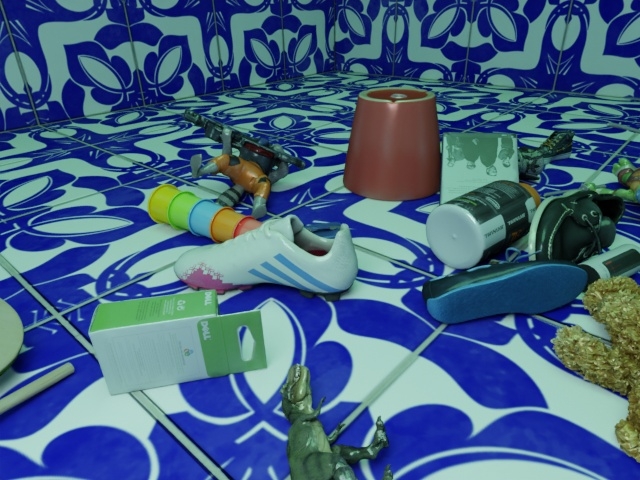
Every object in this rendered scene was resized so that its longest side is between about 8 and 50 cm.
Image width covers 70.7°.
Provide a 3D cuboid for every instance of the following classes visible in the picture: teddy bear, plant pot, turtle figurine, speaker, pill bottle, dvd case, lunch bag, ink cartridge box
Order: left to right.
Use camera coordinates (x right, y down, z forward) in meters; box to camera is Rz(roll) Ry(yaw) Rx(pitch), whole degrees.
[{"bbox_3d":[-0.183,0.131,0.609,0.209,0.108,0.062,-7,29,-10],"label":"ink cartridge box"},{"bbox_3d":[0.000,0.000,0.893,0.099,0.065,0.067,-8,28,-13],"label":"lunch bag"},{"bbox_3d":[0.196,-0.266,1.197,0.275,0.243,0.275,-1,28,0],"label":"plant pot"},{"bbox_3d":[0.382,-0.162,1.090,0.180,0.029,0.238,4,63,12],"label":"dvd case"},{"bbox_3d":[0.333,-0.043,0.889,0.246,0.130,0.130,-23,34,-33],"label":"pill bottle"},{"bbox_3d":[0.503,0.049,0.789,0.136,0.055,0.055,-16,31,-25],"label":"speaker"},{"bbox_3d":[0.728,-0.189,1.077,0.275,0.197,0.266,21,31,29],"label":"turtle figurine"},{"bbox_3d":[0.445,0.131,0.579,0.245,0.113,0.338,18,34,36],"label":"teddy bear"}]

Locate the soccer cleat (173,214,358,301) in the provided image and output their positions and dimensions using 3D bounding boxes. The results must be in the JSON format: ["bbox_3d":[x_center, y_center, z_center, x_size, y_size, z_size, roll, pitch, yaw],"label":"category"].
[{"bbox_3d":[-0.099,0.016,0.786,0.332,0.143,0.116,3,28,9],"label":"soccer cleat"}]

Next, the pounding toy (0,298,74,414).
[{"bbox_3d":[-0.485,0.171,0.589,0.237,0.110,0.183,37,25,7],"label":"pounding toy"}]

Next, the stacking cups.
[{"bbox_3d":[-0.234,-0.042,0.958,0.316,0.096,0.096,19,34,32],"label":"stacking cups"}]

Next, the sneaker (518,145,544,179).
[{"bbox_3d":[0.510,-0.198,1.200,0.153,0.101,0.268,9,29,21],"label":"sneaker"}]

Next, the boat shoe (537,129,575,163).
[{"bbox_3d":[0.699,-0.288,1.381,0.184,0.083,0.065,-16,31,-24],"label":"boat shoe"}]

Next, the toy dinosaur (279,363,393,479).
[{"bbox_3d":[0.014,0.233,0.461,0.118,0.064,0.268,-16,28,4],"label":"toy dinosaur"}]

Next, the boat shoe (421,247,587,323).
[{"bbox_3d":[0.290,0.060,0.725,0.259,0.108,0.089,-3,25,-7],"label":"boat shoe"}]

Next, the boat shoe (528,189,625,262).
[{"bbox_3d":[0.491,-0.022,0.846,0.113,0.127,0.340,6,16,42],"label":"boat shoe"}]

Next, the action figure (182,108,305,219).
[{"bbox_3d":[-0.230,-0.192,1.163,0.342,0.178,0.330,26,25,-2],"label":"action figure"}]
